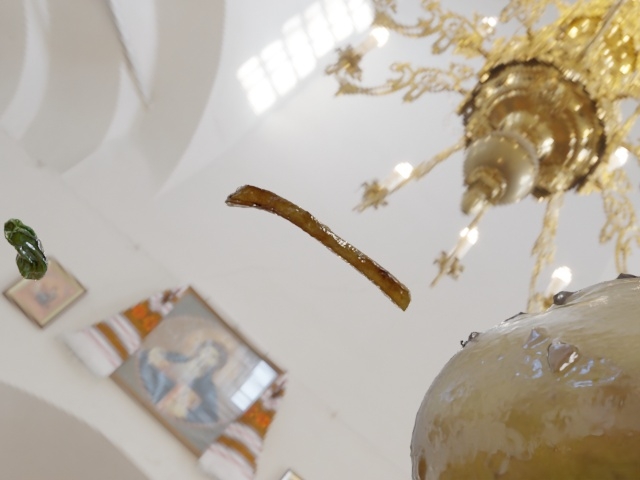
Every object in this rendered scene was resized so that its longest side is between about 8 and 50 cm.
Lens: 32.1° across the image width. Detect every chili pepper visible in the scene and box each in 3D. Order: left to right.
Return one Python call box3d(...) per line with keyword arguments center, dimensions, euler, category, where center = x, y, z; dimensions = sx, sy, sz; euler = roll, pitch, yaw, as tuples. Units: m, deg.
box3d(center=(-0.297, 0.013, 1.128), dimensions=(0.034, 0.030, 0.091), euler=(42, -25, 27), category="chili pepper")

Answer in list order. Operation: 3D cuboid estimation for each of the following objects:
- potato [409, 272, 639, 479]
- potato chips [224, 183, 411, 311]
box3d(center=(0.146, 0.091, 0.430), dimensions=(0.202, 0.182, 0.117), euler=(35, -14, 5), category="potato")
box3d(center=(0.000, 0.000, 0.989), dimensions=(0.204, 0.026, 0.037), euler=(31, -82, 20), category="potato chips")
